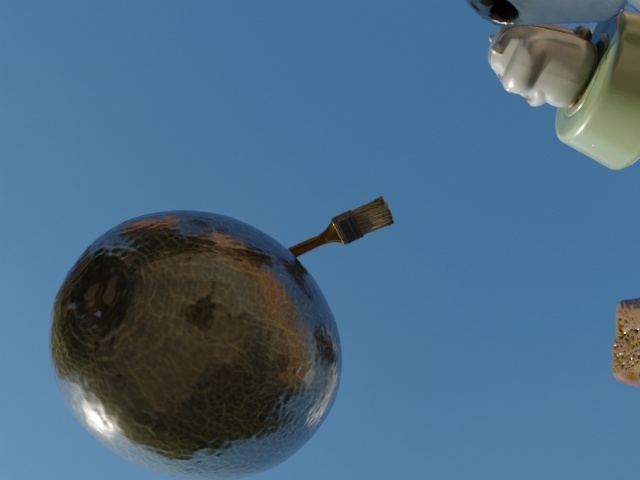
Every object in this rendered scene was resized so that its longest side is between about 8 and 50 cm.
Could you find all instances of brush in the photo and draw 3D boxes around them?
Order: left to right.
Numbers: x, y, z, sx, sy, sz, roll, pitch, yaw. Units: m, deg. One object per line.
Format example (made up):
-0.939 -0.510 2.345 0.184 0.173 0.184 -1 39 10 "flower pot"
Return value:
0.000 0.000 0.914 0.170 0.014 0.043 -25 -49 4 "brush"

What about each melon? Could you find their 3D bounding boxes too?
-0.104 0.100 0.759 0.238 0.302 0.237 -12 -118 23 "melon"

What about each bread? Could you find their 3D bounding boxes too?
0.597 0.175 1.344 0.109 0.380 0.185 10 -91 -1 "bread"

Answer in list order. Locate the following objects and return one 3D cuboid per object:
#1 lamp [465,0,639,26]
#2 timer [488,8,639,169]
0.154 -0.196 0.236 0.272 0.374 0.205 34 -97 -40 "lamp"
0.459 -0.311 1.499 0.315 0.291 0.290 18 -93 -2 "timer"
